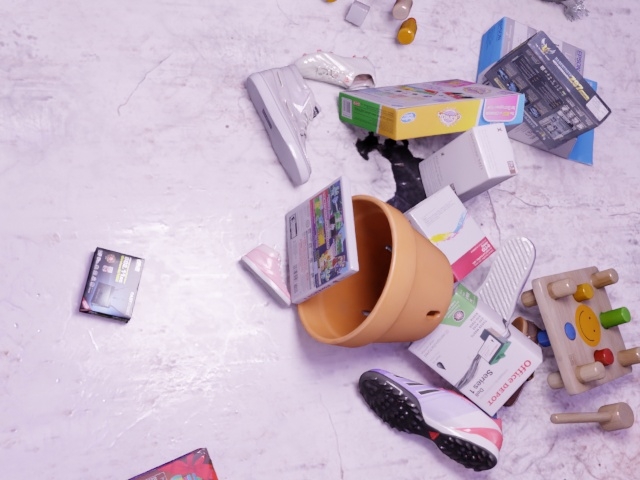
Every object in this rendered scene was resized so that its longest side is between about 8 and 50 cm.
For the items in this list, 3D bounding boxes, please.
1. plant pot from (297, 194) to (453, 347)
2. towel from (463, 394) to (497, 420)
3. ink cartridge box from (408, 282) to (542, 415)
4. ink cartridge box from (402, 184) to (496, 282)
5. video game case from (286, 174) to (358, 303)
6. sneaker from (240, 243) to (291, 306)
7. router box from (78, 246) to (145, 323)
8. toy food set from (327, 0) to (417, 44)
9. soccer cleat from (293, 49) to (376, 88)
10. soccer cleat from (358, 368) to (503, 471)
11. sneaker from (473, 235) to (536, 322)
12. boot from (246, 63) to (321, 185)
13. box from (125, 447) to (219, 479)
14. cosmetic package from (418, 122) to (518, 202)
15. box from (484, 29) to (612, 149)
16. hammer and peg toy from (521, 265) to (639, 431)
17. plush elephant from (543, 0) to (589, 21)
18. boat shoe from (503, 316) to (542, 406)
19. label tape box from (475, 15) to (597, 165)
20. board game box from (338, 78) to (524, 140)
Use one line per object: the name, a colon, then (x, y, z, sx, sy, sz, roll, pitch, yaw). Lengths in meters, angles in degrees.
plant pot: (0.119, 0.077, 1.568, 0.204, 0.291, 0.290, 19, 68, -33)
towel: (0.338, 0.374, 1.693, 0.067, 0.029, 0.119, -5, 78, -23)
ink cartridge box: (0.314, 0.220, 1.633, 0.219, 0.092, 0.160, 38, 105, 4)
ink cartridge box: (0.249, -0.003, 1.711, 0.127, 0.128, 0.176, -36, 90, -27)
video game case: (0.000, 0.000, 1.563, 0.023, 0.183, 0.201, 17, 57, -35)
sneaker: (-0.089, 0.063, 1.598, 0.070, 0.051, 0.134, -42, 89, -21)
router box: (-0.381, 0.082, 1.482, 0.092, 0.038, 0.122, 15, 70, -18)
toy food set: (0.127, -0.550, 1.843, 0.232, 0.111, 0.104, 25, 35, -3)
soccer cleat: (0.036, -0.368, 1.763, 0.196, 0.068, 0.076, -4, 59, -26)
soccer cleat: (0.222, 0.336, 1.619, 0.318, 0.108, 0.116, 31, 45, -1)
sneaker: (0.383, 0.124, 1.745, 0.102, 0.161, 0.282, 34, 96, 16)
boot: (-0.047, -0.249, 1.680, 0.123, 0.095, 0.258, -22, 83, -19)
box: (-0.297, 0.505, 1.381, 0.293, 0.057, 0.200, -19, 83, -26)
cosmetic package: (0.309, -0.154, 1.722, 0.086, 0.231, 0.117, -11, 79, -24)
box: (0.487, -0.320, 1.750, 0.059, 0.183, 0.232, -44, 95, -21)
hammer and peg toy: (0.582, 0.239, 1.739, 0.266, 0.127, 0.361, -5, 76, -43)
plush elephant: (0.611, -0.740, 2.007, 0.330, 0.272, 0.255, 29, 78, -43)
boat shoe: (0.432, 0.266, 1.736, 0.073, 0.073, 0.207, 32, 64, -17)
label tape box: (0.547, -0.353, 1.944, 0.348, 0.115, 0.249, 16, 70, -15)
board game box: (0.234, -0.286, 1.730, 0.317, 0.242, 0.064, -10, 112, -24)
